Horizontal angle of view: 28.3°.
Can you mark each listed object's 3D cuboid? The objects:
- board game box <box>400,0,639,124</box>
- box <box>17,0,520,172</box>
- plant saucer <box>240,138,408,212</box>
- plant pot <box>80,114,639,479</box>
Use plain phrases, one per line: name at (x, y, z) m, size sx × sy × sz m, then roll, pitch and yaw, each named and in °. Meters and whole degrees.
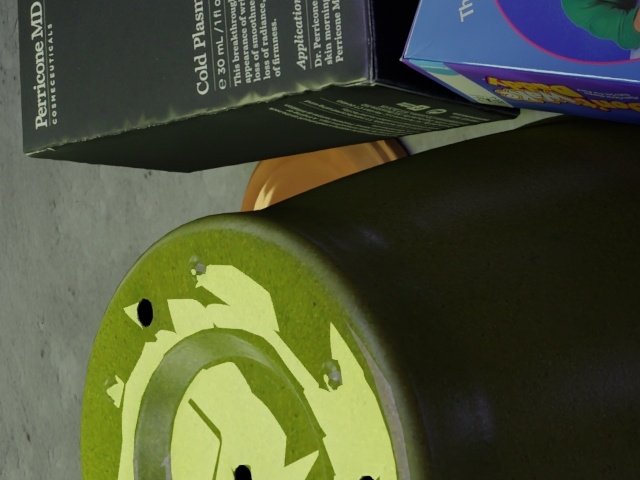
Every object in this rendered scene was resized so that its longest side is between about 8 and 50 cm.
board game box at (0.200, -0.235, 0.662) m, size 0.233 × 0.078 × 0.347 m, roll 15°, pitch 86°, yaw 42°
box at (-0.047, -0.238, 0.880) m, size 0.312 × 0.179 × 0.343 m, roll -6°, pitch 85°, yaw 37°
plant saucer at (0.000, 0.000, 0.978) m, size 0.200 × 0.037 × 0.200 m, roll 2°, pitch 92°, yaw 45°
plant pot at (0.080, 0.099, 0.676) m, size 0.366 × 0.353 × 0.367 m, roll 2°, pitch 93°, yaw 45°
